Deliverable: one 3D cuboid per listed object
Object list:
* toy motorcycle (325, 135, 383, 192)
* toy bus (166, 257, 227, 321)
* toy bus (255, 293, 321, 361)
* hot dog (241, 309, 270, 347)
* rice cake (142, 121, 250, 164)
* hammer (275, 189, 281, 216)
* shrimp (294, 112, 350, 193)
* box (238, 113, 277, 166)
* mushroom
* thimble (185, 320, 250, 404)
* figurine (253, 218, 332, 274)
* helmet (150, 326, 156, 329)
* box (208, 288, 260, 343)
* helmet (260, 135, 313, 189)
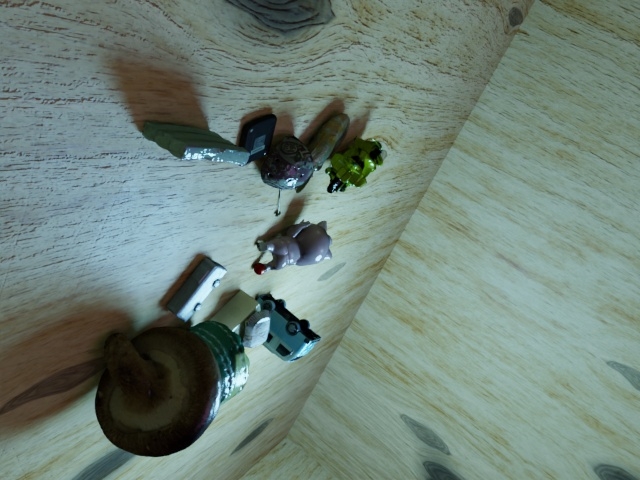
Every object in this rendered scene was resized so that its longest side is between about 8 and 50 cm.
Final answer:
[{"bbox_3d":[0.121,-0.256,2.010,0.206,0.142,0.342,-57,176,20],"label":"toy motorcycle"},{"bbox_3d":[-0.354,0.137,1.663,0.190,0.064,0.075,-53,150,-7],"label":"toy bus"},{"bbox_3d":[-0.150,0.339,2.193,0.165,0.271,0.133,-55,162,10],"label":"toy bus"},{"bbox_3d":[-0.218,0.302,1.991,0.108,0.059,0.191,-25,151,-31],"label":"hot dog"},{"bbox_3d":[-0.251,-0.202,1.224,0.043,0.127,0.237,-63,162,17],"label":"rice cake"},{"bbox_3d":[-0.130,-0.123,1.849,0.029,0.014,0.123,-52,161,-40],"label":"hammer"},{"bbox_3d":[-0.001,-0.268,1.825,0.317,0.077,0.168,-53,165,-16],"label":"shrimp"},{"bbox_3d":[-0.163,-0.260,1.502,0.126,0.027,0.125,-36,153,-47],"label":"box"},{"bbox_3d":[-0.416,0.392,1.525,0.239,0.345,0.345,-26,146,-59],"label":"mushroom"},{"bbox_3d":[-0.360,0.389,1.786,0.288,0.254,0.167,-35,172,35],"label":"thimble"},{"bbox_3d":[-0.100,0.018,2.008,0.287,0.186,0.176,-22,107,-27],"label":"figurine"},{"bbox_3d":[-0.472,0.306,1.658,0.089,0.057,0.111,-37,154,-49],"label":"helmet"},{"bbox_3d":[-0.295,0.298,2.037,0.168,0.095,0.212,-43,158,-26],"label":"box"},{"bbox_3d":[-0.082,-0.206,1.647,0.153,0.107,0.177,-61,171,25],"label":"helmet"}]
